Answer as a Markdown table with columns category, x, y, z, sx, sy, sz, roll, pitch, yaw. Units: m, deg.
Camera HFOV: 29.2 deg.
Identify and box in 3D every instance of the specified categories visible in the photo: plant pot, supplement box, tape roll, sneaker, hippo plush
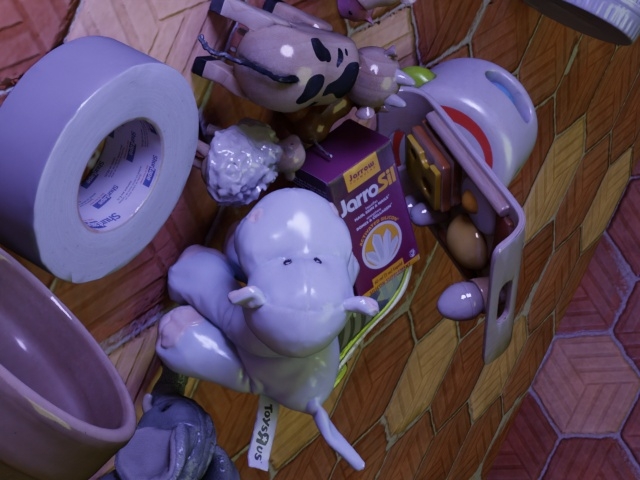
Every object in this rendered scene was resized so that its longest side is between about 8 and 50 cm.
| category | x | y | z | sx | sy | sz | roll | pitch | yaw |
| --- | --- | --- | --- | --- | --- | --- | --- | --- | --- |
| plant pot | -0.315 | 0.135 | 0.969 | 0.229 | 0.263 | 0.263 | -43 | 156 | 4 |
| supplement box | 0.042 | -0.035 | 1.474 | 0.104 | 0.080 | 0.188 | -36 | 131 | -22 |
| tape roll | -0.208 | -0.073 | 1.128 | 0.219 | 0.072 | 0.219 | -46 | 151 | -35 |
| sneaker | 0.030 | 0.082 | 1.725 | 0.300 | 0.111 | 0.121 | -60 | 152 | -11 |
| hippo plush | -0.063 | 0.073 | 1.298 | 0.236 | 0.234 | 0.294 | 97 | -7 | -66 |

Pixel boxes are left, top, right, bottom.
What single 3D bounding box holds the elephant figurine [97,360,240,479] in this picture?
| category | x | y | z | sx | sy | sz | roll | pitch | yaw |
| --- | --- | --- | --- | --- | --- | --- | --- | --- | --- |
| elephant figurine | -0.175 | 0.255 | 1.393 | 0.239 | 0.186 | 0.169 | -51 | 177 | 1 |

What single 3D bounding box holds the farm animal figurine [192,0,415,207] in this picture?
| category | x | y | z | sx | sy | sz | roll | pitch | yaw |
| --- | --- | --- | --- | --- | --- | --- | --- | --- | --- |
| farm animal figurine | 0.015 | -0.213 | 1.301 | 0.326 | 0.172 | 0.330 | -34 | 143 | -47 |

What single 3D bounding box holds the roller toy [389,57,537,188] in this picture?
| category | x | y | z | sx | sy | sz | roll | pitch | yaw |
| --- | --- | --- | --- | --- | --- | --- | --- | --- | --- |
| roller toy | 0.195 | -0.145 | 1.695 | 0.146 | 0.191 | 0.209 | -48 | 143 | -50 |

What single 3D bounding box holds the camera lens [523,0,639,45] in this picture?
| category | x | y | z | sx | sy | sz | roll | pitch | yaw |
| --- | --- | --- | --- | --- | --- | --- | --- | --- | --- |
| camera lens | 0.437 | -0.457 | 1.833 | 0.274 | 0.219 | 0.219 | -64 | 156 | 4 |

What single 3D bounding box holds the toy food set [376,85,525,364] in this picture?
| category | x | y | z | sx | sy | sz | roll | pitch | yaw |
| --- | --- | --- | --- | --- | --- | --- | --- | --- | --- |
| toy food set | 0.148 | -0.022 | 1.527 | 0.092 | 0.306 | 0.220 | -21 | 141 | -14 |
